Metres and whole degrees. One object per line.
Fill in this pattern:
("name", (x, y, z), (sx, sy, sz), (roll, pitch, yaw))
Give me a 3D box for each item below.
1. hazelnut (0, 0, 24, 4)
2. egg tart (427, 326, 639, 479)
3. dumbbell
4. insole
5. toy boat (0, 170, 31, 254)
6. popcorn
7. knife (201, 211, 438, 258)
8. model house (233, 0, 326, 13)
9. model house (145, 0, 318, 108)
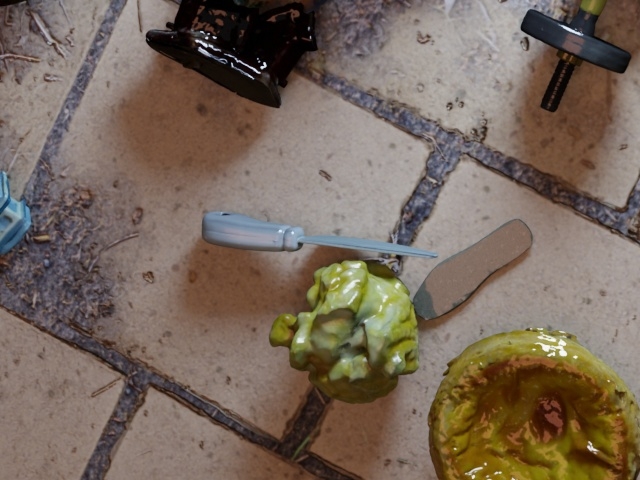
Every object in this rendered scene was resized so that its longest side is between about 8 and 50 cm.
("hazelnut", (-0.445, -0.479, 1.780), (0.421, 0.353, 0.421), (15, 140, 13))
("egg tart", (0.285, 0.253, 1.882), (0.295, 0.116, 0.295), (2, 100, 14))
("dumbbell", (0.343, -0.311, 1.757), (0.143, 0.143, 0.325), (24, 103, 7))
("insole", (0.201, 0.038, 1.915), (0.192, 0.010, 0.063), (-38, 91, 15))
("toy boat", (-0.500, 0.012, 2.021), (0.098, 0.109, 0.238), (33, 108, -31))
("popcorn", (0.039, 0.122, 1.883), (0.185, 0.167, 0.187), (-38, 86, 20))
("knife", (0.000, 0.000, 1.915), (0.331, 0.080, 0.044), (7, 98, 15))
("model house", (-0.015, -0.393, 1.803), (0.166, 0.172, 0.183), (-45, 51, 44))
("model house", (-0.102, -0.287, 1.882), (0.203, 0.141, 0.164), (28, 82, -15))
